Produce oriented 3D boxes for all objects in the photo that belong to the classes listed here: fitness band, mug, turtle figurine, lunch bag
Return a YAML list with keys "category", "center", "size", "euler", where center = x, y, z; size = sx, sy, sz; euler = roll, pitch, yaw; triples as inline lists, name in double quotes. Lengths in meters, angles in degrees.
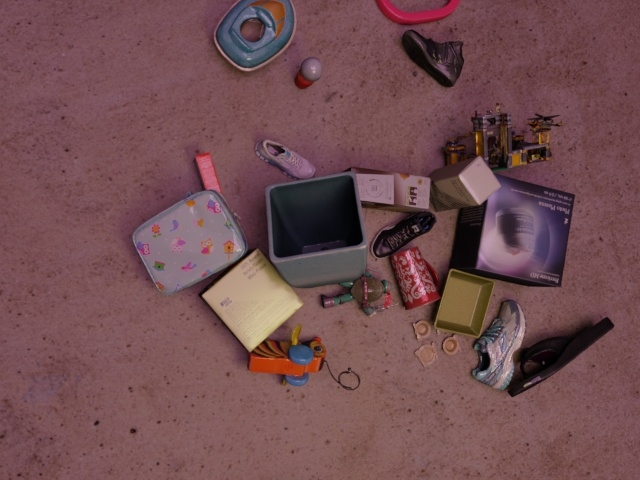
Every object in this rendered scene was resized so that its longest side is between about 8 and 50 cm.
- category: "fitness band"
  center: [0.309, -0.794, 1.983]
  size: [0.290, 0.054, 0.209]
  euler: [-14, 93, -16]
- category: "mug"
  center: [0.284, 0.110, 1.902]
  size: [0.113, 0.150, 0.169]
  euler: [-22, 88, 20]
- category: "turtle figurine"
  center: [0.121, 0.138, 1.837]
  size: [0.234, 0.118, 0.175]
  euler: [-2, 83, -9]
- category: "lunch bag"
  center: [-0.343, -0.004, 1.674]
  size: [0.279, 0.108, 0.224]
  euler: [-29, 91, 4]

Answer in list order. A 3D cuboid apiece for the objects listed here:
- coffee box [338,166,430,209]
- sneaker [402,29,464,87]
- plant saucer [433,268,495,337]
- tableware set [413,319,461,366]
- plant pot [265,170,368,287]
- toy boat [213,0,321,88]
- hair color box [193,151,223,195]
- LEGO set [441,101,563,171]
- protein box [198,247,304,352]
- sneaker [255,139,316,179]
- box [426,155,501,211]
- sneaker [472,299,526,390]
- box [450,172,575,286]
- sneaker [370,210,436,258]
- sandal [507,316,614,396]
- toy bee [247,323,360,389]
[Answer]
- category: "coffee box"
  center: [0.182, -0.146, 1.854]
  size: [0.246, 0.141, 0.098]
  euler: [6, 84, -16]
- category: "sneaker"
  center: [0.361, -0.600, 1.967]
  size: [0.227, 0.087, 0.130]
  euler: [36, 76, -14]
- category: "plant saucer"
  center: [0.433, 0.192, 1.929]
  size: [0.188, 0.045, 0.189]
  euler: [15, 91, -27]
- category: "tableware set"
  center: [0.360, 0.303, 1.940]
  size: [0.168, 0.020, 0.141]
  euler: [-17, 91, -16]
- category: "plant pot"
  center: [0.000, 0.000, 1.705]
  size: [0.247, 0.252, 0.247]
  euler: [-9, 57, 3]
- category: "toy boat"
  center: [-0.127, -0.564, 1.788]
  size: [0.318, 0.148, 0.267]
  euler: [42, 76, -10]
- category: "hair color box"
  center: [-0.312, -0.168, 1.748]
  size: [0.043, 0.072, 0.141]
  euler: [-17, 92, -17]
- category: "LEGO set"
  center: [0.545, -0.330, 1.915]
  size: [0.331, 0.255, 0.192]
  euler: [-9, 105, -9]
- category: "protein box"
  center: [-0.194, 0.160, 1.727]
  size: [0.200, 0.136, 0.201]
  euler: [-41, 98, -14]
- category: "sneaker"
  center: [-0.096, -0.234, 1.810]
  size: [0.190, 0.083, 0.071]
  euler: [24, 79, -15]
- category: "box"
  center: [0.400, -0.161, 1.848]
  size: [0.094, 0.275, 0.113]
  euler: [-40, 98, -13]
- category: "sneaker"
  center: [0.550, 0.317, 1.950]
  size: [0.122, 0.110, 0.283]
  euler: [16, 82, -11]
- category: "box"
  center: [0.588, -0.024, 1.921]
  size: [0.296, 0.182, 0.294]
  euler: [12, 85, -13]
- category: "sneaker"
  center: [0.251, -0.026, 1.876]
  size: [0.217, 0.121, 0.079]
  euler: [-36, 96, -15]
- category: "sandal"
  center: [0.740, 0.355, 1.997]
  size: [0.445, 0.168, 0.107]
  euler: [-28, 69, -23]
- category: "toy bee"
  center: [-0.052, 0.335, 1.764]
  size: [0.298, 0.162, 0.195]
  euler: [30, 113, -11]
